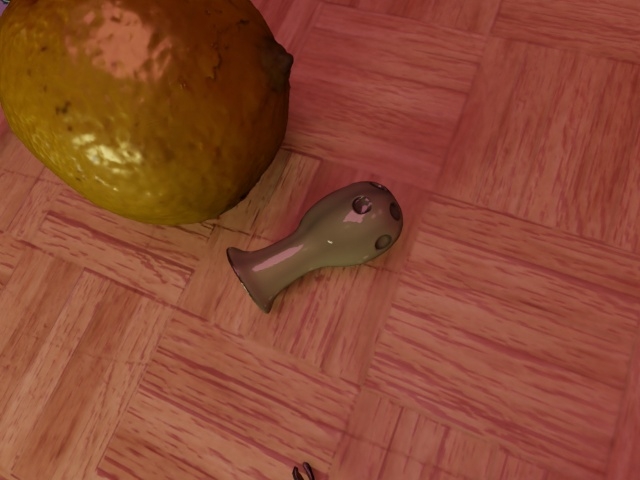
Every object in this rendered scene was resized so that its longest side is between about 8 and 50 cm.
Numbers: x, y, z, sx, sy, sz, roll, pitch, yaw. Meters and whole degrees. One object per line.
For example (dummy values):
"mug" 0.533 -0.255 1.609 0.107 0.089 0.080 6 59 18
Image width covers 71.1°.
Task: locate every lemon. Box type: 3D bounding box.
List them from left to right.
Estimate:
"lemon" -0.152 -0.135 0.399 0.253 0.228 0.228 34 80 18

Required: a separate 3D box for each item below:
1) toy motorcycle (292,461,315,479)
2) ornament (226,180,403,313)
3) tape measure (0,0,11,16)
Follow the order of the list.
"toy motorcycle" 0.093 0.319 0.261 0.207 0.134 0.401 -31 71 -8
"ornament" 0.000 0.000 0.414 0.156 0.081 0.075 -30 103 2
"tape measure" -0.304 -0.208 0.498 0.215 0.098 0.352 8 103 -17
